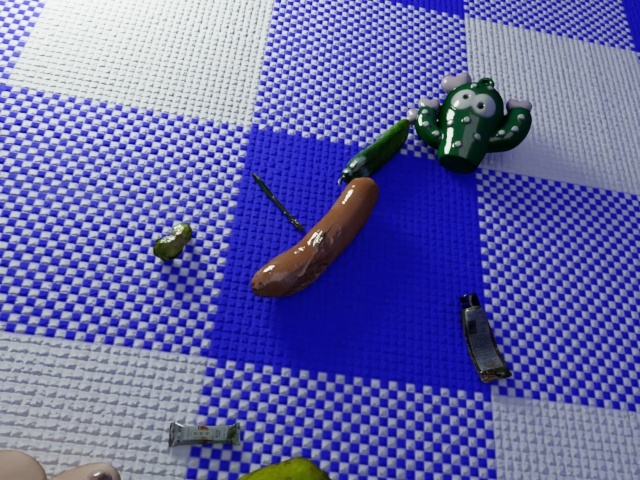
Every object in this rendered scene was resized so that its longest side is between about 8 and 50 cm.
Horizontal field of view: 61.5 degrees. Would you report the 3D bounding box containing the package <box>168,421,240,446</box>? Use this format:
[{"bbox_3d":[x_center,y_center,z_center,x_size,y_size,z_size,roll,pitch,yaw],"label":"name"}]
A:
[{"bbox_3d":[-0.180,0.302,0.840,0.110,0.015,0.037,2,67,-8],"label":"package"}]

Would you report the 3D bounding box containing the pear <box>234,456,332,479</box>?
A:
[{"bbox_3d":[-0.072,0.413,0.694,0.212,0.212,0.269,37,57,10],"label":"pear"}]

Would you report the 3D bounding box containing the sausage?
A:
[{"bbox_3d":[0.002,0.001,1.001,0.087,0.079,0.326,44,64,1],"label":"sausage"}]

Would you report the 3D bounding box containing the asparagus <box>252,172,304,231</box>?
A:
[{"bbox_3d":[-0.086,-0.077,1.062,0.016,0.013,0.166,-36,73,-14],"label":"asparagus"}]

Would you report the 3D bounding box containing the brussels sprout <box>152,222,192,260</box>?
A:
[{"bbox_3d":[-0.262,-0.001,0.967,0.051,0.046,0.083,6,50,41],"label":"brussels sprout"}]

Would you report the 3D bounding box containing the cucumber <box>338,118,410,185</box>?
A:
[{"bbox_3d":[0.117,-0.180,1.135,0.056,0.056,0.250,42,63,12],"label":"cucumber"}]

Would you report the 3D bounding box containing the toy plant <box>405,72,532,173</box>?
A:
[{"bbox_3d":[0.328,-0.266,1.184,0.243,0.112,0.232,-42,70,-11],"label":"toy plant"}]

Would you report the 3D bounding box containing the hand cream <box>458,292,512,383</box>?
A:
[{"bbox_3d":[0.295,0.177,0.990,0.062,0.039,0.163,-8,70,-17],"label":"hand cream"}]

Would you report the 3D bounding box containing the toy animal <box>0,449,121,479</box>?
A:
[{"bbox_3d":[-0.361,0.363,0.666,0.221,0.210,0.229,-25,103,-13],"label":"toy animal"}]
